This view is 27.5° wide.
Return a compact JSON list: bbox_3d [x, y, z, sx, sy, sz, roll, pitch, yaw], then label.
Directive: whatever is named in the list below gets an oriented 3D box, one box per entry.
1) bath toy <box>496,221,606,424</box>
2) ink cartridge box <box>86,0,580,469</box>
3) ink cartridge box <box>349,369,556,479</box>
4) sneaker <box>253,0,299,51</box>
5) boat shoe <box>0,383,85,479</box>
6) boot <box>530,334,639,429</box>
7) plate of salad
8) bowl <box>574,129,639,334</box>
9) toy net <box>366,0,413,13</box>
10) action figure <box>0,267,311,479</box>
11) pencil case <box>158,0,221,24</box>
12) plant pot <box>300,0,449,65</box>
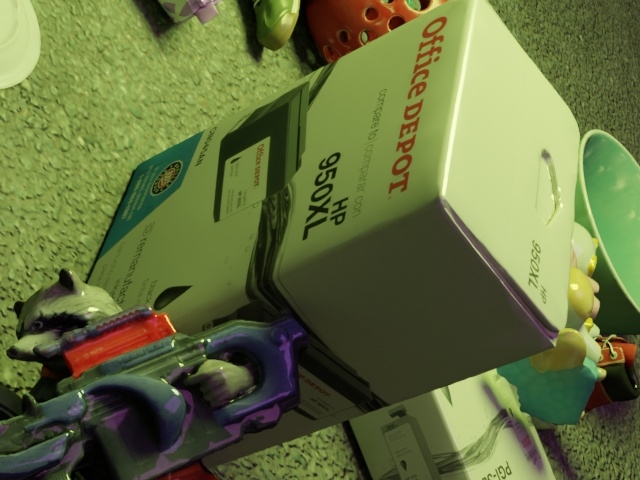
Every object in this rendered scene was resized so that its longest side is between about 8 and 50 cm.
[{"bbox_3d":[0.265,0.064,1.543,0.129,0.151,0.348,19,28,0],"label":"bath toy"},{"bbox_3d":[0.000,0.000,1.097,0.166,0.395,0.285,48,35,-28],"label":"ink cartridge box"},{"bbox_3d":[0.141,0.209,1.436,0.207,0.117,0.283,-15,81,-60],"label":"ink cartridge box"},{"bbox_3d":[-0.072,-0.312,1.536,0.086,0.064,0.192,28,49,-28],"label":"sneaker"},{"bbox_3d":[-0.229,0.173,0.949,0.183,0.065,0.083,48,36,-28],"label":"boat shoe"},{"bbox_3d":[0.304,0.125,1.687,0.244,0.176,0.088,52,35,-19],"label":"boot"},{"bbox_3d":[-0.321,-0.203,1.087,0.200,0.048,0.199,34,35,-29],"label":"plate of salad"},{"bbox_3d":[0.388,0.013,1.905,0.311,0.163,0.311,36,41,-39],"label":"bowl"},{"bbox_3d":[0.112,-0.325,1.836,0.232,0.045,0.122,33,42,-45],"label":"toy net"},{"bbox_3d":[-0.162,0.186,0.906,0.341,0.178,0.330,-12,82,-27],"label":"action figure"},{"bbox_3d":[-0.172,-0.321,1.352,0.206,0.086,0.088,52,-1,-19],"label":"pencil case"},{"bbox_3d":[0.065,-0.292,1.608,0.174,0.191,0.191,50,33,-8],"label":"plant pot"}]
